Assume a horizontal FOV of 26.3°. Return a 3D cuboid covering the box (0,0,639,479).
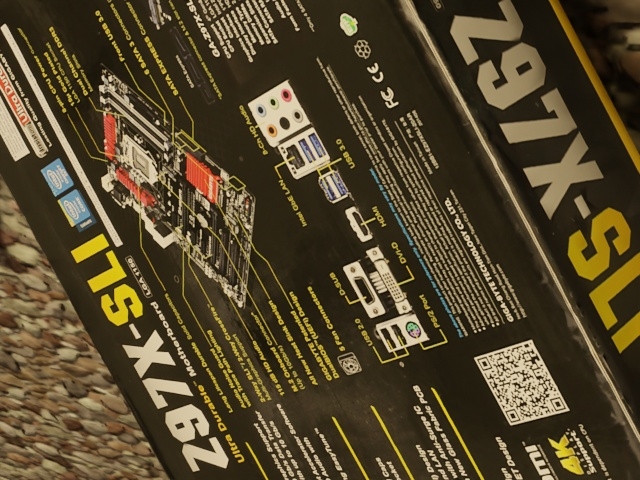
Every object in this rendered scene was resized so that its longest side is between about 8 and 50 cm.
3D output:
[{"bbox_3d":[0.000,0.000,0.537,0.257,0.079,0.322,-25,95,49],"label":"box"}]
